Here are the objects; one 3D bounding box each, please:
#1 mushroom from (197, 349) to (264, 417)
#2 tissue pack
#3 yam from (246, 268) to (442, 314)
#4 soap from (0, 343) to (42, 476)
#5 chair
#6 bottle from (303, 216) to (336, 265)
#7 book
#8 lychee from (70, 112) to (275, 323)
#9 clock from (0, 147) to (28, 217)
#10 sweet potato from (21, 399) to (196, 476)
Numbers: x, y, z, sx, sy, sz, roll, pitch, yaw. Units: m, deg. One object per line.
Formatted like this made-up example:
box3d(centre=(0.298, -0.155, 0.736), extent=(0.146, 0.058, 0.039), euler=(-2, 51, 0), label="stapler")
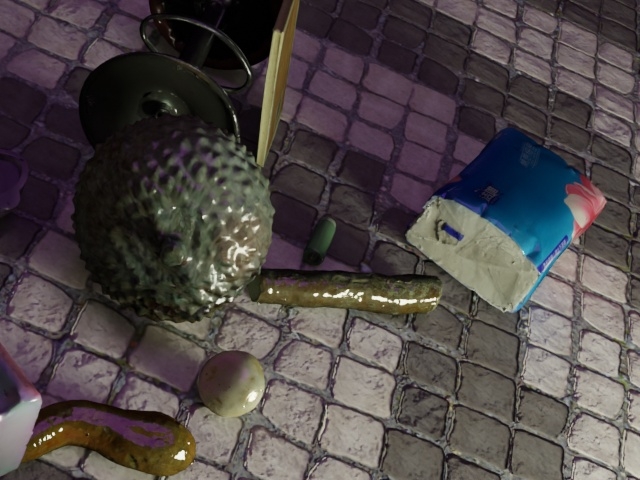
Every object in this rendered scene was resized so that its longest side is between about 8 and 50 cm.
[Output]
box3d(centre=(-0.105, 0.173, 1.566), extent=(0.084, 0.083, 0.067), euler=(61, 9, 33), label="mushroom")
box3d(centre=(0.280, -0.041, 1.940), extent=(0.209, 0.137, 0.269), euler=(37, 42, 12), label="tissue pack")
box3d(centre=(0.036, 0.066, 1.760), extent=(0.274, 0.061, 0.061), euler=(5, 46, -24), label="yam")
box3d(centre=(-0.437, 0.118, 1.349), extent=(0.109, 0.193, 0.324), euler=(-23, 61, -44), label="soap")
box3d(centre=(-0.179, -0.276, 1.866), extent=(0.226, 0.226, 0.401), euler=(23, 40, -6), label="chair")
box3d(centre=(0.000, 0.000, 1.828), extent=(0.030, 0.030, 0.083), euler=(26, 40, -2), label="bottle")
box3d(centre=(-0.060, -0.248, 1.891), extent=(0.018, 0.242, 0.170), euler=(12, 42, 2), label="book")
box3d(centre=(-0.180, -0.031, 1.601), extent=(0.255, 0.255, 0.274), euler=(21, 12, -8), label="lychee")
box3d(centre=(-0.450, -0.070, 1.639), extent=(0.152, 0.050, 0.110), euler=(9, 44, -20), label="clock")
box3d(centre=(-0.250, 0.218, 1.451), extent=(0.233, 0.062, 0.081), euler=(7, 46, -18), label="sweet potato")
